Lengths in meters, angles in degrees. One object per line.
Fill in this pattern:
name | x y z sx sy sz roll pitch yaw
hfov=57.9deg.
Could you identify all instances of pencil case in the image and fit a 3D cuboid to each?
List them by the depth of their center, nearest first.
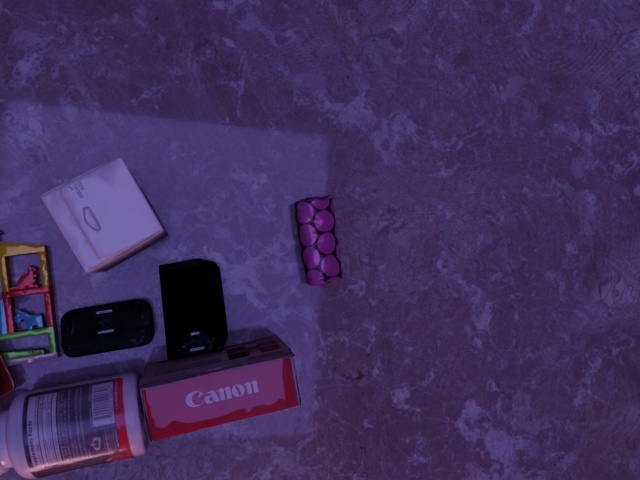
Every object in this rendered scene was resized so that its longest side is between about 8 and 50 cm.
pencil case | 0.000 0.000 1.372 0.098 0.095 0.209 -8 92 -29

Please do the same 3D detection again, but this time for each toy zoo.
toy zoo | -0.678 0.121 1.240 0.192 0.030 0.293 -6 89 -12

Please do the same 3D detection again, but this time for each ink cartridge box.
ink cartridge box | -0.434 -0.046 1.198 0.168 0.232 0.171 -31 95 -12
ink cartridge box | -0.210 0.308 1.217 0.309 0.272 0.130 -10 90 -12

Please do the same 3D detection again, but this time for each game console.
game console | -0.392 0.165 1.279 0.361 0.044 0.213 -9 71 -4

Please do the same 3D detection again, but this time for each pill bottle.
pill bottle | -0.528 0.384 1.190 0.318 0.176 0.176 -8 90 -13

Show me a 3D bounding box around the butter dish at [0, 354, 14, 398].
butter dish | -0.725 0.275 1.148 0.160 0.118 0.160 -25 95 -12
